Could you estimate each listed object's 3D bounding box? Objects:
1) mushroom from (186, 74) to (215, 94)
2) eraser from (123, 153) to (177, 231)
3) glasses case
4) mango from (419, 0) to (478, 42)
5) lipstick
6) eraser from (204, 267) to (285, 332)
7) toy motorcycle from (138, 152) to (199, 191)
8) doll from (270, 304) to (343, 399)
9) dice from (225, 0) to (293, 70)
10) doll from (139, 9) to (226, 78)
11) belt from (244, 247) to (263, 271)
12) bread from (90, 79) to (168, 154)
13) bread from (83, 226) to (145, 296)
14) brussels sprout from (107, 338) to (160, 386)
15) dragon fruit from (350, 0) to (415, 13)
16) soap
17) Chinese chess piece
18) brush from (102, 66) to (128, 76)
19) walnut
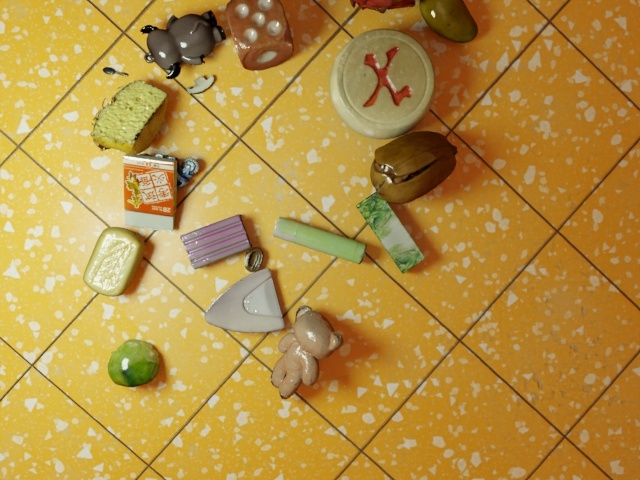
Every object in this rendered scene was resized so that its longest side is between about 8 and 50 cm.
[{"bbox_3d":[-0.387,-0.504,1.565,0.101,0.019,0.049,-28,93,-4],"label":"mushroom"},{"bbox_3d":[-0.534,-0.148,1.514,0.157,0.038,0.230,7,113,-2],"label":"eraser"},{"bbox_3d":[0.229,-0.029,1.586,0.095,0.062,0.272,-34,92,4],"label":"glasses case"},{"bbox_3d":[0.417,-0.729,1.568,0.227,0.099,0.136,38,82,-12],"label":"mango"},{"bbox_3d":[0.000,0.000,1.569,0.304,0.076,0.076,18,90,-2],"label":"lipstick"},{"bbox_3d":[-0.254,0.214,1.566,0.243,0.059,0.204,-14,92,-6],"label":"eraser"},{"bbox_3d":[-0.492,-0.217,1.542,0.204,0.076,0.114,5,98,-2],"label":"toy motorcycle"},{"bbox_3d":[-0.045,0.368,1.555,0.201,0.156,0.303,43,113,35],"label":"doll"},{"bbox_3d":[-0.190,-0.648,1.500,0.174,0.174,0.179,-20,88,-1],"label":"dice"},{"bbox_3d":[-0.433,-0.623,1.511,0.257,0.117,0.182,-32,91,-3],"label":"doll"},{"bbox_3d":[-0.219,0.062,1.576,0.059,0.036,0.083,20,88,-2],"label":"belt"},{"bbox_3d":[-0.581,-0.359,1.488,0.160,0.147,0.261,16,56,-1],"label":"bread"},{"bbox_3d":[-0.645,0.066,1.523,0.147,0.098,0.217,28,92,-4],"label":"bread"},{"bbox_3d":[-0.593,0.393,1.520,0.151,0.122,0.149,-27,95,-1],"label":"brussels sprout"},{"bbox_3d":[0.191,-0.840,1.464,0.342,0.277,0.278,0,91,14],"label":"dragon fruit"},{"bbox_3d":[-0.333,0.004,1.554,0.203,0.065,0.122,-20,92,-2],"label":"soap"},{"bbox_3d":[0.196,-0.493,1.536,0.337,0.140,0.338,0,91,-2],"label":"Chinese chess piece"},{"bbox_3d":[-0.661,-0.541,1.555,0.083,0.008,0.024,14,87,-3],"label":"brush"},{"bbox_3d":[0.303,-0.240,1.522,0.336,0.209,0.209,-24,92,-23],"label":"walnut"}]
